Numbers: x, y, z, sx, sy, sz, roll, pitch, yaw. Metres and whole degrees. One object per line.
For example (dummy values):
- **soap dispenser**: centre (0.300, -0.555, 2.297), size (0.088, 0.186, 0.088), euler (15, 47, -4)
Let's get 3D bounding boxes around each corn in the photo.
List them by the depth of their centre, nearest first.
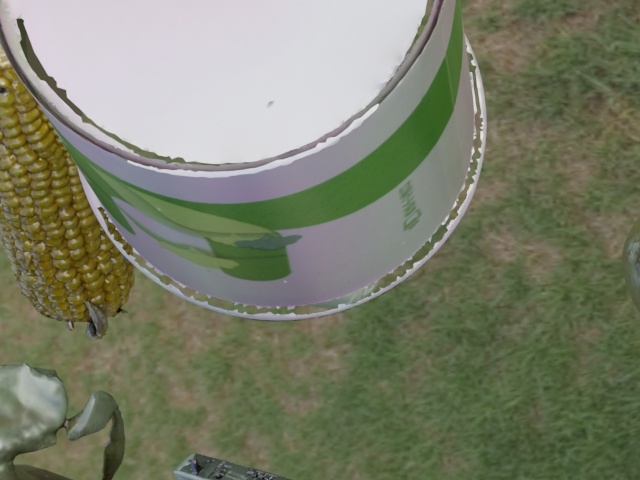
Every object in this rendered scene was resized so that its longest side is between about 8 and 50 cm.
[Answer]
- **corn**: centre (-0.221, -0.044, 0.883), size (0.106, 0.106, 0.293), euler (33, 150, 39)

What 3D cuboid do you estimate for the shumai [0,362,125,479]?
- **shumai**: centre (-0.188, 0.288, 0.774), size (0.395, 0.395, 0.348), euler (-61, 35, 28)

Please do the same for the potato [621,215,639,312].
- **potato**: centre (0.440, -0.008, 1.096), size (0.221, 0.326, 0.243), euler (44, 123, 41)

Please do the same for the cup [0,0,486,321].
- **cup**: centre (-0.031, -0.096, 0.569), size (0.253, 0.274, 0.253), euler (0, 80, 2)

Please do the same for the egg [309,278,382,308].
- **egg**: centre (0.000, 0.000, 1.023), size (0.152, 0.114, 0.114), euler (51, 125, 41)

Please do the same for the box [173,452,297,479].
- **box**: centre (-0.049, 0.357, 1.390), size (0.270, 0.045, 0.211), euler (1, 125, 46)
